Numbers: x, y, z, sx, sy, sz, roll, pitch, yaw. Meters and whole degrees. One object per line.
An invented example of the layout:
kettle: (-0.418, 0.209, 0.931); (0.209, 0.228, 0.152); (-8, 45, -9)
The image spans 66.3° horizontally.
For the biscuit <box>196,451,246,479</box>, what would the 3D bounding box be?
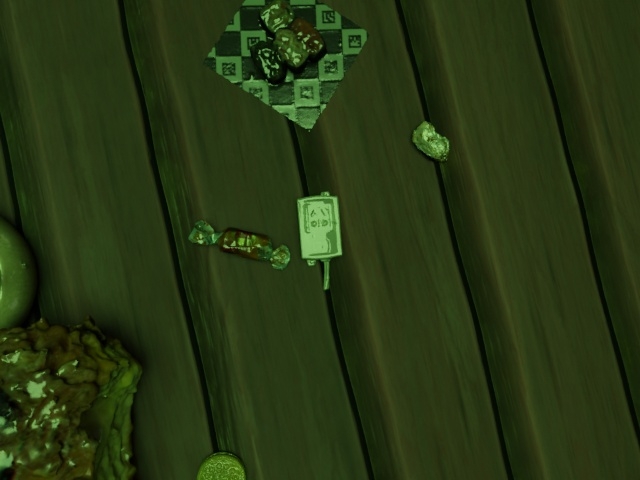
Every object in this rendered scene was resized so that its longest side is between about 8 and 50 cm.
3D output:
biscuit: (-0.170, 0.408, 0.842); (0.083, 0.023, 0.084); (0, 88, -5)

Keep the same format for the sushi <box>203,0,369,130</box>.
sushi: (-0.058, -0.353, 0.875); (0.231, 0.047, 0.220); (32, 86, -2)

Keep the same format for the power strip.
power strip: (0.000, 0.000, 0.863); (0.075, 0.042, 0.175); (-5, 88, -5)

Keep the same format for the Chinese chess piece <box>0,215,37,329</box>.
Chinese chess piece: (-0.606, 0.067, 0.793); (0.272, 0.102, 0.274); (0, 88, -4)

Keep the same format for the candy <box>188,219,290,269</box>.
candy: (-0.140, 0.006, 0.852); (0.181, 0.046, 0.053); (15, 88, -5)

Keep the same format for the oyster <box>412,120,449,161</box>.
oyster: (0.203, -0.176, 0.897); (0.054, 0.019, 0.083); (-44, 88, -6)

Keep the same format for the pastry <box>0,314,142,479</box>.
pastry: (-0.444, 0.313, 0.695); (0.336, 0.292, 0.406); (0, 84, -4)
